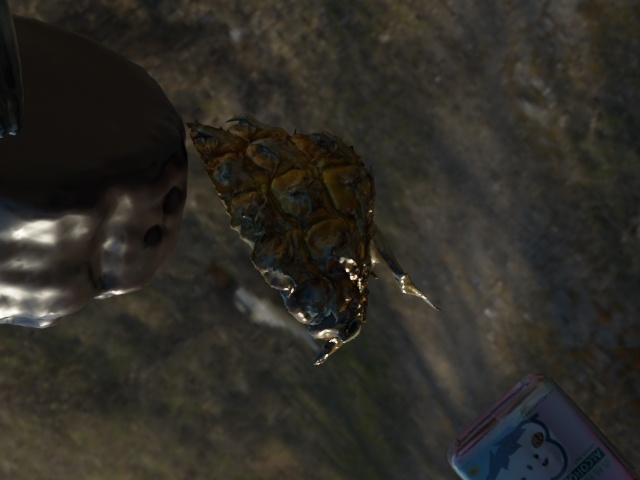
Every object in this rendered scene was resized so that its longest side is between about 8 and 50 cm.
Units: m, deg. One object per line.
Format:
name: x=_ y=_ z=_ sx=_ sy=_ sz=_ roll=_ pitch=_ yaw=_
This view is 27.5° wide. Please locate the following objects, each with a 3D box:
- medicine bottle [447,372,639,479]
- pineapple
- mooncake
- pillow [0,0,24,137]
medicine bottle: x=0.213 y=0.219 z=1.138 sx=0.188 sy=0.119 sz=0.094 roll=48 pitch=180 yaw=3
pineapple: x=0.005 y=-0.003 z=1.396 sx=0.334 sy=0.158 sz=0.161 roll=63 pitch=-178 yaw=-19
mooncake: x=-0.315 y=-0.078 z=1.368 sx=0.381 sy=0.351 sz=0.212 roll=-97 pitch=16 yaw=-54
pillow: x=-0.277 y=-0.171 z=0.888 sx=0.186 sy=0.106 sz=0.249 roll=-14 pitch=88 yaw=48
